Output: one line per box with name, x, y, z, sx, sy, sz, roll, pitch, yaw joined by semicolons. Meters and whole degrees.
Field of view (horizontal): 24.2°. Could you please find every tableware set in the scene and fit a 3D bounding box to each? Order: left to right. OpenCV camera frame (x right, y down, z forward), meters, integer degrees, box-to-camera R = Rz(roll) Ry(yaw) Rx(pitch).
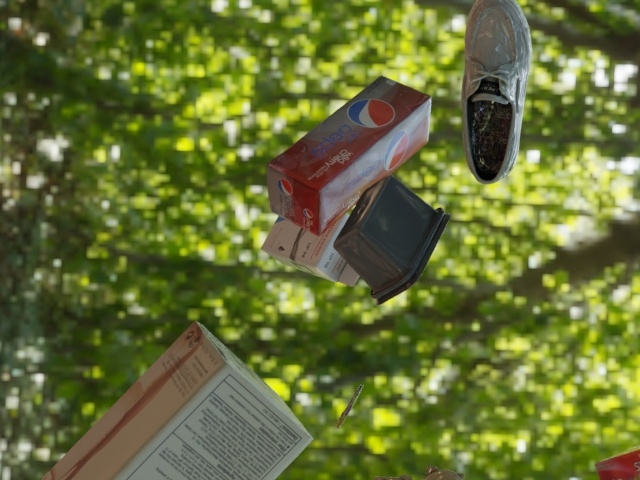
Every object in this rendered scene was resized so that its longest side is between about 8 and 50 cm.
tableware set;0.148;0.409;2.213;0.020;0.141;0.169;-84;169;-71

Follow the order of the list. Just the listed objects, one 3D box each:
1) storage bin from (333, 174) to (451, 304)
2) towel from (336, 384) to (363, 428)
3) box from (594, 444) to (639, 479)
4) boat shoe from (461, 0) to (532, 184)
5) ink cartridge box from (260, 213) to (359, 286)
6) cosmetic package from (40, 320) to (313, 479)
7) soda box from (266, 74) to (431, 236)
storage bin;0.075;-0.006;1.747;0.098;0.091;0.135;-33;-161;46
towel;0.055;0.317;2.852;0.083;0.009;0.060;-61;178;30
box;0.675;0.426;2.744;0.300;0.154;0.142;-31;-103;51
boat shoe;0.205;-0.174;1.746;0.081;0.079;0.227;-57;147;-69
ink cartridge box;0.000;0.000;2.402;0.060;0.180;0.104;38;76;-41
cosmetic package;-0.174;0.254;1.622;0.153;0.296;0.129;46;-2;-28
soda box;0.042;-0.118;2.017;0.263;0.092;0.083;-41;146;-37
